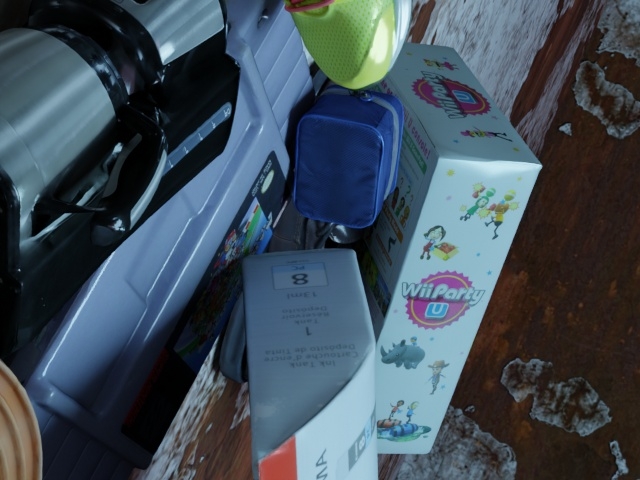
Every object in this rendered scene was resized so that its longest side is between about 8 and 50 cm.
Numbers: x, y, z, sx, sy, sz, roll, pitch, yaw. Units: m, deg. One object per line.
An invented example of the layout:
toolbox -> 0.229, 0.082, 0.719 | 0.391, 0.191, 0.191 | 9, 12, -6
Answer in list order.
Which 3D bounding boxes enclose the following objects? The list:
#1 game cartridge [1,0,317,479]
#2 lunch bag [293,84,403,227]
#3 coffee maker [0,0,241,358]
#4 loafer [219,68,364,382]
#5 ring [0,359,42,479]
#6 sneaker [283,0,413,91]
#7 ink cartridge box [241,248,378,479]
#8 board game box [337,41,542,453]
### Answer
game cartridge -> -0.104, 0.014, 0.823 | 0.355, 0.068, 0.230 | -62, 161, -14
lunch bag -> 0.021, -0.067, 0.914 | 0.065, 0.067, 0.098 | -57, 158, -55
coffee maker -> -0.131, -0.038, 0.579 | 0.171, 0.120, 0.178 | -45, -177, 45
loafer -> 0.000, 0.000, 1.085 | 0.109, 0.095, 0.302 | -34, 145, -64
ring -> -0.246, 0.163, 0.476 | 0.336, 0.032, 0.336 | -40, 151, -28
sneaker -> -0.019, -0.175, 0.706 | 0.094, 0.081, 0.208 | -38, 115, -42
ink cartridge box -> 0.006, 0.222, 0.781 | 0.385, 0.091, 0.308 | -103, -170, -64
board game box -> 0.070, 0.005, 1.132 | 0.224, 0.098, 0.303 | -113, -148, -53
